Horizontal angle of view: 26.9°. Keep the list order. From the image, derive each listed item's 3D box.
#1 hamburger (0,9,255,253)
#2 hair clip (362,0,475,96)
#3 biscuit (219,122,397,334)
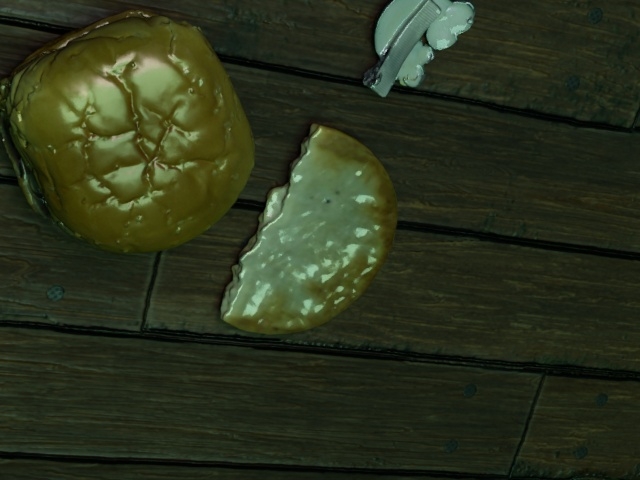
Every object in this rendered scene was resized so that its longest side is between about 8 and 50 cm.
[{"bbox_3d":[-0.232,-0.122,1.622,0.318,0.158,0.319,-8,117,-16],"label":"hamburger"},{"bbox_3d":[0.119,-0.266,1.760,0.116,0.049,0.172,33,96,-36],"label":"hair clip"},{"bbox_3d":[0.000,0.000,1.841,0.204,0.040,0.309,20,106,-28],"label":"biscuit"}]
